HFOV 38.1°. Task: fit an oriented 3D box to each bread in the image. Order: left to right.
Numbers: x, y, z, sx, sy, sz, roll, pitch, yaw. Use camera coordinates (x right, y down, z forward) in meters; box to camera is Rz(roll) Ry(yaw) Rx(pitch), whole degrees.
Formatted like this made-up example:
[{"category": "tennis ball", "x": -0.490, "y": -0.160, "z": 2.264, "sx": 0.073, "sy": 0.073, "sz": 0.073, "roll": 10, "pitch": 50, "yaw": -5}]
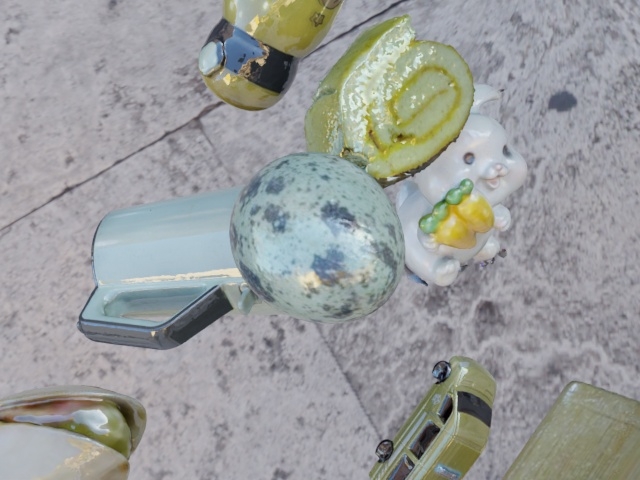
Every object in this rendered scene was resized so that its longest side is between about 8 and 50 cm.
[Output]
[{"category": "bread", "x": 0.078, "y": -0.171, "z": 1.226, "sx": 0.186, "sy": 0.257, "sz": 0.124, "roll": 52, "pitch": 155, "yaw": -23}]

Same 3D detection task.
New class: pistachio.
[{"category": "pistachio", "x": -0.263, "y": 0.200, "z": 0.853, "sx": 0.215, "sy": 0.144, "sz": 0.143, "roll": -24, "pitch": 102, "yaw": 21}]

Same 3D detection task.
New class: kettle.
[{"category": "kettle", "x": -0.236, "y": 0.063, "z": 1.718, "sx": 0.377, "sy": 0.361, "sz": 0.250, "roll": -6, "pitch": 131, "yaw": 24}]

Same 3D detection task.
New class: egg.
[{"category": "egg", "x": 0.000, "y": 0.000, "z": 0.734, "sx": 0.132, "sy": 0.172, "sz": 0.132, "roll": -12, "pitch": 117, "yaw": -25}]

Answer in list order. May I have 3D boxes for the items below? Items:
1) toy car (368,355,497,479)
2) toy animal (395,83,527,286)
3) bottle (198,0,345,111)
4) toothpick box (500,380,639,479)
[{"category": "toy car", "x": 0.193, "y": 0.313, "z": 1.469, "sx": 0.101, "sy": 0.124, "sz": 0.256, "roll": 31, "pitch": 98, "yaw": -31}, {"category": "toy animal", "x": 0.213, "y": -0.091, "z": 1.431, "sx": 0.183, "sy": 0.247, "sz": 0.309, "roll": -4, "pitch": 128, "yaw": -9}, {"category": "bottle", "x": -0.051, "y": -0.349, "z": 1.322, "sx": 0.172, "sy": 0.171, "sz": 0.351, "roll": 29, "pitch": 103, "yaw": 3}, {"category": "toothpick box", "x": 0.127, "y": 0.246, "z": 0.464, "sx": 0.190, "sy": 0.187, "sz": 0.308, "roll": 44, "pitch": 76, "yaw": -24}]
